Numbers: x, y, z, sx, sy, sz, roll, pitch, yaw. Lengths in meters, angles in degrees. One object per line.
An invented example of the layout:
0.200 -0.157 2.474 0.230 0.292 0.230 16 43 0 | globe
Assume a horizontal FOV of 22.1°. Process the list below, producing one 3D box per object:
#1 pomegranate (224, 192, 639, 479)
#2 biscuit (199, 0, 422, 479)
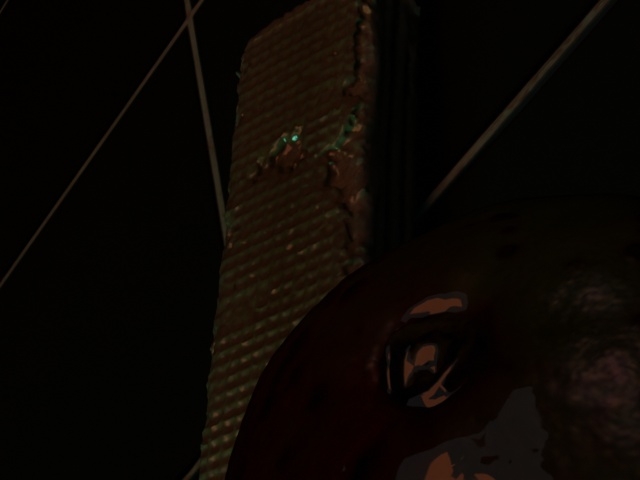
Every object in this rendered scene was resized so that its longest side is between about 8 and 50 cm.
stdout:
0.128 0.132 0.624 0.291 0.323 0.291 -49 21 27 | pomegranate
0.000 0.000 1.119 0.144 0.078 0.426 -26 45 34 | biscuit
